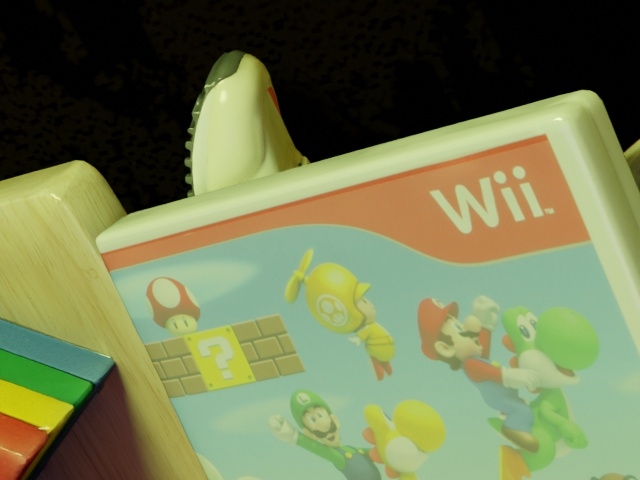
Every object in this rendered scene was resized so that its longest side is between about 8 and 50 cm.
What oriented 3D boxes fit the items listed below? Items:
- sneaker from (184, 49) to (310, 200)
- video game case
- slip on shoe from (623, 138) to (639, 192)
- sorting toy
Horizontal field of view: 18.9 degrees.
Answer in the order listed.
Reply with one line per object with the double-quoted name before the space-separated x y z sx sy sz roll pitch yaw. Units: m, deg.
"sneaker" 0.000 0.000 0.709 0.075 0.057 0.161 0 124 15
"video game case" 0.057 0.103 0.655 0.204 0.025 0.285 -14 106 39
"slip on shoe" 0.119 0.071 0.677 0.123 0.101 0.331 32 131 18
"sorting toy" -0.140 0.119 0.784 0.255 0.089 0.257 -12 116 39
